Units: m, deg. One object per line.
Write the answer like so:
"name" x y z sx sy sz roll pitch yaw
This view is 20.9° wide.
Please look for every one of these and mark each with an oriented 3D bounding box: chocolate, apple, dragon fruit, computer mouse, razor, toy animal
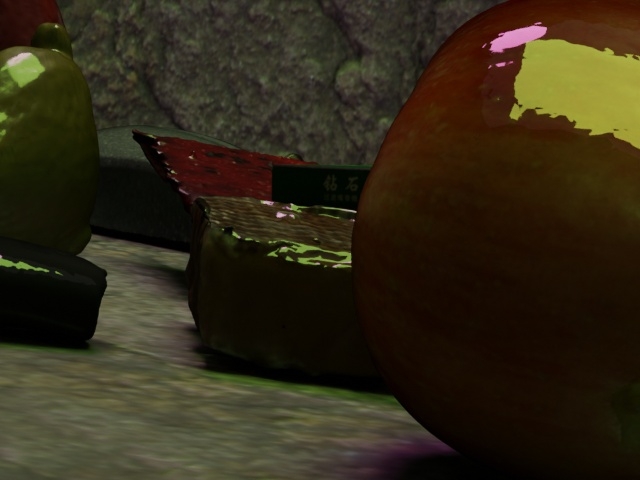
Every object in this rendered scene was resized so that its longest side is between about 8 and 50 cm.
"chocolate" -0.013 0.027 1.090 0.148 0.093 0.214 10 5 -5
"apple" 0.145 0.005 0.788 0.241 0.242 0.242 12 5 13
"dragon fruit" 0.000 0.000 1.394 0.282 0.100 0.343 5 13 -14
"computer mouse" -0.132 -0.053 1.767 0.374 0.114 0.203 11 4 16
"razor" -0.199 0.024 1.003 0.148 0.054 0.090 7 8 -19
"toy animal" -0.324 -0.079 1.222 0.363 0.180 0.181 12 -35 -44

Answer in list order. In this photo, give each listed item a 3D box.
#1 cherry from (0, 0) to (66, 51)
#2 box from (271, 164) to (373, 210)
"cherry" -0.385 -0.167 1.530 0.326 0.335 0.291 -14 13 19
"box" 0.086 -0.039 1.296 0.132 0.034 0.235 4 3 38
